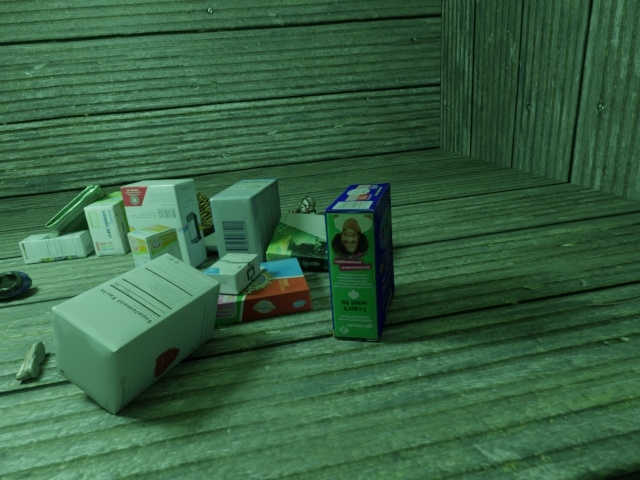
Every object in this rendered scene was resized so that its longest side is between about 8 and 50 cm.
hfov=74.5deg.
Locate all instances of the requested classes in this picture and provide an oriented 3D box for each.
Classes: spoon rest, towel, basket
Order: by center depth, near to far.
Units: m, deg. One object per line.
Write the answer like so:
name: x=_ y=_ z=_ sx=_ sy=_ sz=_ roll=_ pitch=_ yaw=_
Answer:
spoon rest: x=-0.354 y=-0.024 z=1.666 sx=0.137 sy=0.084 sz=0.276 roll=6 pitch=18 yaw=29
basket: x=-0.561 y=-0.037 z=1.760 sx=0.213 sy=0.223 sz=0.299 roll=35 pitch=31 yaw=9
towel: x=-1.009 y=-0.116 z=1.814 sx=0.248 sy=0.038 sz=0.325 roll=-47 pitch=4 yaw=-14

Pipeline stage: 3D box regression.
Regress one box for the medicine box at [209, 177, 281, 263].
medicine box: x=-0.246 y=-0.061 z=1.493 sx=0.149 sy=0.264 sz=0.289 roll=0 pitch=20 yaw=13

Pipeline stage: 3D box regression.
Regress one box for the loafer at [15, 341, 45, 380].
loafer: x=-0.679 y=0.280 z=0.985 sx=0.039 sy=0.045 sz=0.125 roll=-19 pitch=26 yaw=-17

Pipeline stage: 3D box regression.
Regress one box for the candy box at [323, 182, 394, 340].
candy box: x=0.108 y=0.041 z=1.046 sx=0.122 sy=0.317 sz=0.268 roll=0 pitch=19 yaw=18

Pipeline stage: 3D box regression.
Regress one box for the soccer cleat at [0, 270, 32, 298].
soccer cleat: x=-1.101 y=0.169 z=1.370 sx=0.289 sy=0.094 sz=0.121 roll=-13 pitch=-9 yaw=-10

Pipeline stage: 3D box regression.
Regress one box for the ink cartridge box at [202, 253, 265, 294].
ink cartridge box: x=-0.241 y=0.084 z=1.197 sx=0.104 sy=0.060 sz=0.180 roll=1 pitch=21 yaw=18

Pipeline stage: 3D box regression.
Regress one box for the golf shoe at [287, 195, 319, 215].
golf shoe: x=-0.058 y=-0.110 z=1.866 sx=0.120 sy=0.105 sz=0.273 roll=16 pitch=30 yaw=11

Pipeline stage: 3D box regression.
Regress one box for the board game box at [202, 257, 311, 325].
board game box: x=-0.202 y=0.143 z=1.211 sx=0.316 sy=0.064 sz=0.242 roll=-9 pitch=20 yaw=-10

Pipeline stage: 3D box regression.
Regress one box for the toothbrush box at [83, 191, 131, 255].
toothbrush box: x=-0.852 y=-0.082 z=1.786 sx=0.122 sy=0.206 sz=0.283 roll=-5 pitch=20 yaw=-1

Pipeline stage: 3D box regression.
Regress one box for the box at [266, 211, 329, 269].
box: x=0.000 y=0.000 z=1.425 sx=0.321 sy=0.059 sz=0.232 roll=4 pitch=39 yaw=9

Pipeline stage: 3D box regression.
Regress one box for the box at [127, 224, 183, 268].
box: x=-0.500 y=0.063 z=1.300 sx=0.114 sy=0.203 sz=0.103 roll=11 pitch=25 yaw=38

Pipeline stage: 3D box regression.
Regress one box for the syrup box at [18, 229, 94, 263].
syrup box: x=-1.066 y=0.024 z=1.708 sx=0.236 sy=0.096 sz=0.093 roll=-7 pitch=18 yaw=-5

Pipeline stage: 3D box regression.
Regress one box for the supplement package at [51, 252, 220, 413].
supplement package: x=-0.386 y=0.185 z=0.918 sx=0.175 sy=0.178 sz=0.293 roll=26 pitch=31 yaw=18

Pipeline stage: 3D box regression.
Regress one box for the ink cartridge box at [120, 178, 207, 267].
ink cartridge box: x=-0.549 y=-0.057 z=1.495 sx=0.226 sy=0.307 sz=0.131 roll=1 pitch=20 yaw=15
